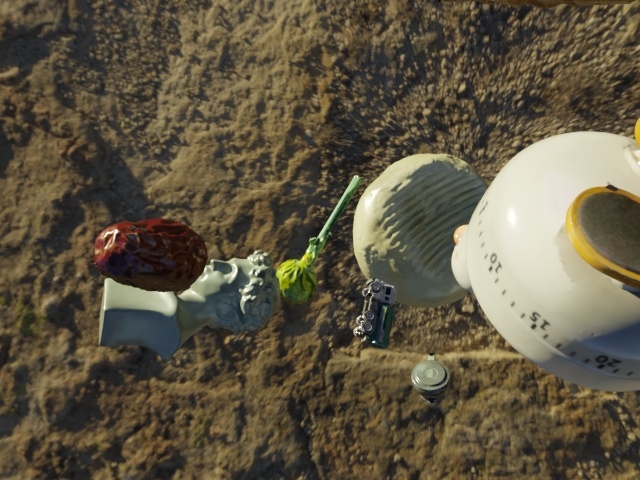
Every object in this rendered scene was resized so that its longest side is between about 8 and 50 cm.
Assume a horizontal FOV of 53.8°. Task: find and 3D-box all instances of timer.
[{"bbox_3d":[0.241,0.023,0.573,0.233,0.240,0.234,5,57,-8],"label":"timer"}]

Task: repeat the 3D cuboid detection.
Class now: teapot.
[{"bbox_3d":[0.192,0.239,1.088,0.066,0.088,0.057,-1,128,12],"label":"teapot"}]

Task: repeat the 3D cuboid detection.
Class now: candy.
[{"bbox_3d":[0.000,0.001,1.099,0.073,0.077,0.262,46,111,41],"label":"candy"}]

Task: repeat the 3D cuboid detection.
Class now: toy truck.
[{"bbox_3d":[0.071,0.092,0.789,0.044,0.039,0.083,17,68,-9],"label":"toy truck"}]

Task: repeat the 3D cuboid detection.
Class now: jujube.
[{"bbox_3d":[-0.162,0.013,0.607,0.077,0.129,0.078,-3,82,21],"label":"jujube"}]

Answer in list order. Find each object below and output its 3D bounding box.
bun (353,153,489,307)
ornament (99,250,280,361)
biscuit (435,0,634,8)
[{"bbox_3d":[0.165,-0.013,1.069,0.259,0.160,0.260,1,86,-16],"label":"bun"},{"bbox_3d":[-0.195,0.105,0.962,0.285,0.130,0.120,-16,48,-21],"label":"ornament"},{"bbox_3d":[0.329,-0.410,0.967,0.325,0.326,0.107,6,113,12],"label":"biscuit"}]
